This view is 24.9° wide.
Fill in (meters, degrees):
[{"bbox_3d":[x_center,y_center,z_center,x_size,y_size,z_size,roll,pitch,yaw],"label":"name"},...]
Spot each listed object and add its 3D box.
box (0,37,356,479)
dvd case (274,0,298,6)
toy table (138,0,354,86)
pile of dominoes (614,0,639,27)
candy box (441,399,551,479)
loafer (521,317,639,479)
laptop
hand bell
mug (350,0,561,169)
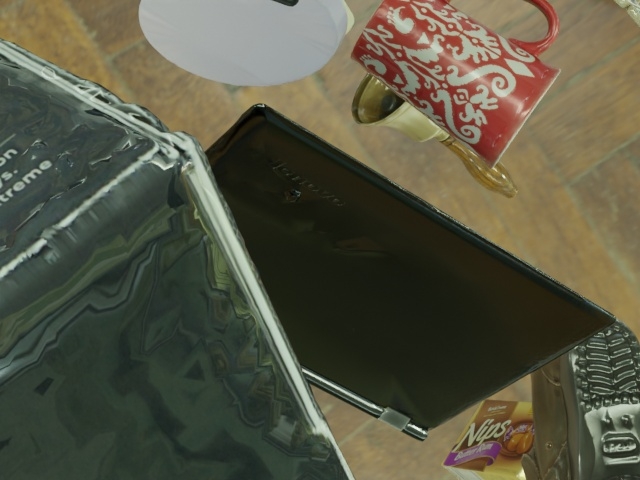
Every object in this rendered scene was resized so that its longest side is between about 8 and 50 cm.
[{"bbox_3d":[-0.227,0.121,0.800,0.297,0.471,0.480,-41,134,-18],"label":"box"},{"bbox_3d":[-0.104,-0.271,0.969,0.253,0.180,0.022,18,38,-10],"label":"dvd case"},{"bbox_3d":[-0.063,-0.294,1.654,0.161,0.274,0.252,-59,142,-32],"label":"toy table"},{"bbox_3d":[0.311,-0.251,1.405,0.251,0.040,0.196,46,22,-1],"label":"pile of dominoes"},{"bbox_3d":[0.239,0.257,1.813,0.053,0.186,0.109,41,72,-18],"label":"candy box"},{"bbox_3d":[0.294,0.268,1.587,0.133,0.130,0.366,8,76,-25],"label":"loafer"},{"bbox_3d":[0.000,0.000,1.386,0.382,0.408,0.236,30,102,-22],"label":"laptop"},{"bbox_3d":[0.165,-0.127,1.821,0.242,0.126,0.126,38,64,-30],"label":"hand bell"},{"bbox_3d":[0.131,-0.171,1.356,0.169,0.113,0.150,34,61,4],"label":"mug"}]
